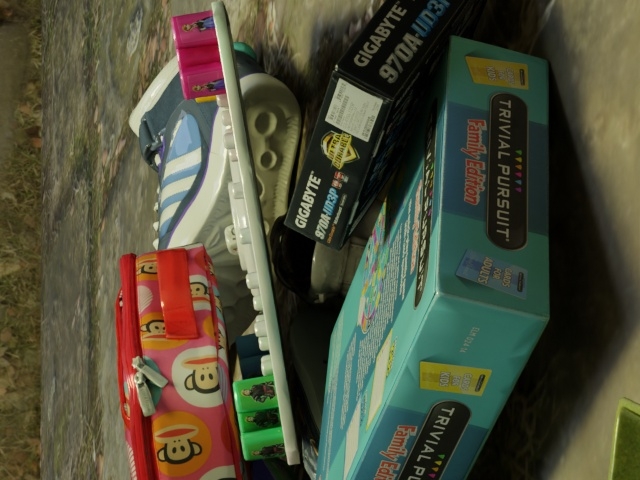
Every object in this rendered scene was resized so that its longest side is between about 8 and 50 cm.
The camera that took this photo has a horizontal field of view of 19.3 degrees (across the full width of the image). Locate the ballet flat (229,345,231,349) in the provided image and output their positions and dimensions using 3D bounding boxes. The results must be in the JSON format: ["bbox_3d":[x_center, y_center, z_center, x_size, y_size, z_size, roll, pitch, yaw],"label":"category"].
[{"bbox_3d":[-0.141,0.037,2.190,0.106,0.107,0.316,-30,56,55],"label":"ballet flat"}]

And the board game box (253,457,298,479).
[{"bbox_3d":[-0.066,0.346,1.781,0.213,0.046,0.317,-58,20,5],"label":"board game box"}]

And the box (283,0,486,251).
[{"bbox_3d":[0.059,-0.122,1.395,0.220,0.051,0.175,-55,-10,-38],"label":"box"}]

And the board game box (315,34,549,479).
[{"bbox_3d":[0.076,0.064,1.356,0.336,0.079,0.254,111,170,-45],"label":"board game box"}]

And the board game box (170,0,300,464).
[{"bbox_3d":[-0.077,-0.013,1.737,0.390,0.050,0.390,-115,16,-86],"label":"board game box"}]

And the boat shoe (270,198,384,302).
[{"bbox_3d":[0.000,0.000,1.696,0.335,0.095,0.112,-166,80,-74],"label":"boat shoe"}]

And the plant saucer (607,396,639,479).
[{"bbox_3d":[0.206,0.194,1.009,0.188,0.045,0.188,-155,70,-74],"label":"plant saucer"}]

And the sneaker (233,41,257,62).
[{"bbox_3d":[-0.133,-0.170,2.266,0.275,0.107,0.110,-14,53,69],"label":"sneaker"}]

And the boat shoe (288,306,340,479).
[{"bbox_3d":[0.003,0.146,1.708,0.183,0.065,0.083,-104,21,-49],"label":"boat shoe"}]

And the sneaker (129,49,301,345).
[{"bbox_3d":[-0.137,-0.055,2.063,0.236,0.130,0.323,32,109,56],"label":"sneaker"}]

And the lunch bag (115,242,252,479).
[{"bbox_3d":[-0.134,0.134,1.827,0.293,0.120,0.258,-104,8,-63],"label":"lunch bag"}]
